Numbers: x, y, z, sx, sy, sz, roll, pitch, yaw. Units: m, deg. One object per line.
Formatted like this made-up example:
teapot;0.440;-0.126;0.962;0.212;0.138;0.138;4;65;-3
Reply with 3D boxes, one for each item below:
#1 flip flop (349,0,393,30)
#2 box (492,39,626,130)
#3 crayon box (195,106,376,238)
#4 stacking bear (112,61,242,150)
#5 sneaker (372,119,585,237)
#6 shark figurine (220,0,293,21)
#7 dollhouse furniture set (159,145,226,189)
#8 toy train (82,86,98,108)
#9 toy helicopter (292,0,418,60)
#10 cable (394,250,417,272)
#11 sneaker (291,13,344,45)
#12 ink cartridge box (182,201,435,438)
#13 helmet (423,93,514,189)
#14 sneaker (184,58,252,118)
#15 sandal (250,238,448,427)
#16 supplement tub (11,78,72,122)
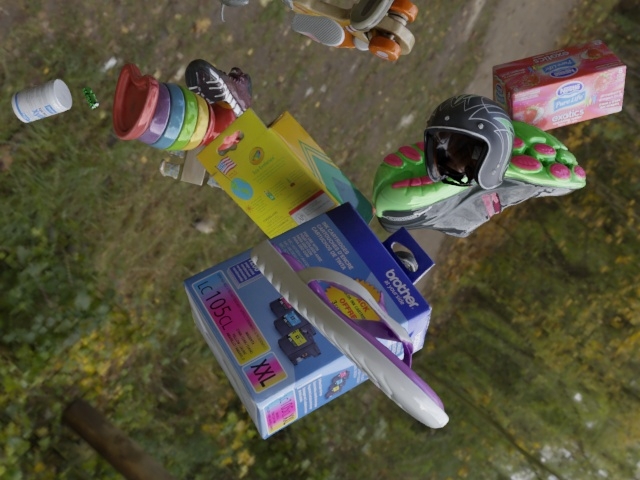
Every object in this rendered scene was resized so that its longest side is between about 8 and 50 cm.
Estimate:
flip flop;0.143;-0.602;1.711;0.080;0.112;0.277;32;95;-36
box;0.522;-0.336;1.689;0.257;0.128;0.122;-14;133;-1
crayon box;-0.069;-0.111;1.504;0.202;0.318;0.081;-31;-163;42
stacking bear;-0.315;-0.283;1.769;0.289;0.175;0.164;8;109;-40
sneaker;0.327;-0.121;1.611;0.483;0.185;0.202;-7;146;-14
shark figurine;-0.169;-0.517;1.607;0.278;0.166;0.116;-46;154;-57
dollhouse furniture set;-0.397;-0.308;2.503;0.161;0.212;0.241;110;-7;-81
toy train;-0.584;-0.363;1.943;0.024;0.083;0.017;-22;142;-15
toy helicopter;0.078;-0.573;2.005;0.235;0.355;0.140;36;76;-85
cable;0.129;0.108;1.725;0.287;0.139;0.072;-21;-153;56
sneaker;0.011;-0.420;1.531;0.070;0.134;0.050;2;112;-52
ink cartridge box;0.004;0.113;1.322;0.396;0.270;0.151;-26;149;-19
helmet;0.267;-0.182;1.372;0.169;0.170;0.161;-31;123;-54
sneaker;-0.271;-0.439;2.106;0.281;0.107;0.162;55;40;-53
sandal;0.038;0.095;1.066;0.102;0.416;0.169;-47;140;-4
supplement tub;-0.602;-0.301;1.649;0.107;0.070;0.071;-14;172;14
